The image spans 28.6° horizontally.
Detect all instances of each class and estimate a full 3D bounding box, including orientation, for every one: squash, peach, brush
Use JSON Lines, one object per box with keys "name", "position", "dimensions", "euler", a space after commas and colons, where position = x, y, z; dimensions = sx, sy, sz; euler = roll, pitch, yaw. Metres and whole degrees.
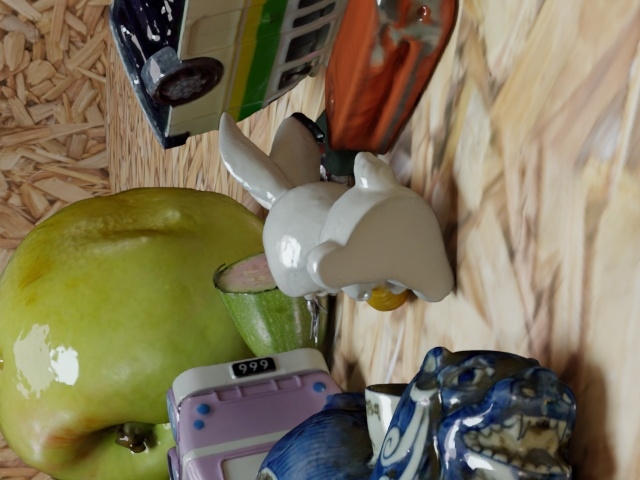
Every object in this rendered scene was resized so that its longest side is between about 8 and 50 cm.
{"name": "squash", "position": [-0.030, 0.081, 1.083], "dimensions": [0.105, 0.105, 0.132], "euler": [-131, 27, -68]}
{"name": "peach", "position": [-0.178, 0.095, 1.264], "dimensions": [0.315, 0.314, 0.281], "euler": [-110, 5, -56]}
{"name": "brush", "position": [0.043, -0.125, 0.800], "dimensions": [0.323, 0.051, 0.070], "euler": [114, 156, -68]}

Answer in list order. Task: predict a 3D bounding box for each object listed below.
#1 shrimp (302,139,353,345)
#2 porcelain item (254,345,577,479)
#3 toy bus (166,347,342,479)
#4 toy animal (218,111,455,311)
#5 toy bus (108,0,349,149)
{"name": "shrimp", "position": [0.000, 0.000, 0.983], "dimensions": [0.056, 0.065, 0.165], "euler": [-28, -67, -69]}
{"name": "porcelain item", "position": [0.044, 0.145, 0.682], "dimensions": [0.288, 0.138, 0.186], "euler": [177, 100, -75]}
{"name": "toy bus", "position": [-0.049, 0.196, 1.013], "dimensions": [0.202, 0.142, 0.142], "euler": [97, 156, -50]}
{"name": "toy animal", "position": [0.012, -0.016, 0.819], "dimensions": [0.182, 0.131, 0.127], "euler": [16, 101, 58]}
{"name": "toy bus", "position": [-0.061, -0.214, 0.923], "dimensions": [0.143, 0.179, 0.305], "euler": [64, 158, 21]}
